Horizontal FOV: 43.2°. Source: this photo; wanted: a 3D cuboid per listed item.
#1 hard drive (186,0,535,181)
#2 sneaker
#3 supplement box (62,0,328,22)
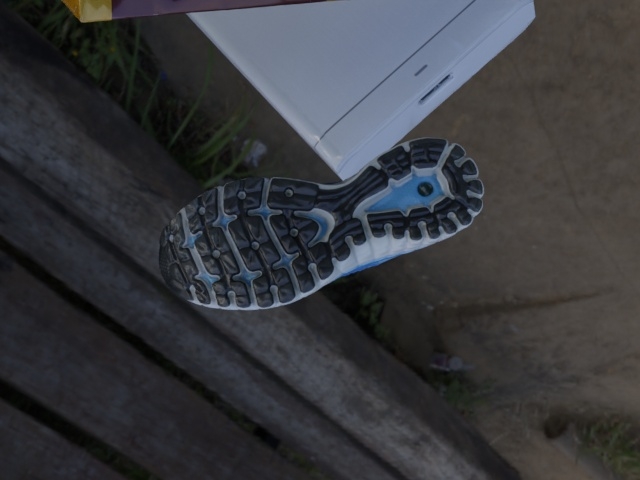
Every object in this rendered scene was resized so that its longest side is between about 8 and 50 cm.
[{"bbox_3d":[0.002,-0.251,0.804,0.353,0.233,0.047,49,-178,28],"label":"hard drive"},{"bbox_3d":[0.000,0.000,0.410,0.162,0.063,0.073,-13,169,-6],"label":"sneaker"},{"bbox_3d":[-0.081,-0.257,0.509,0.129,0.194,0.191,46,140,42],"label":"supplement box"}]
